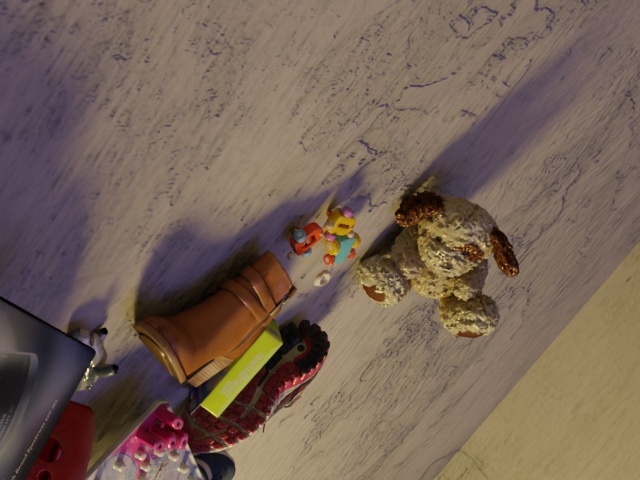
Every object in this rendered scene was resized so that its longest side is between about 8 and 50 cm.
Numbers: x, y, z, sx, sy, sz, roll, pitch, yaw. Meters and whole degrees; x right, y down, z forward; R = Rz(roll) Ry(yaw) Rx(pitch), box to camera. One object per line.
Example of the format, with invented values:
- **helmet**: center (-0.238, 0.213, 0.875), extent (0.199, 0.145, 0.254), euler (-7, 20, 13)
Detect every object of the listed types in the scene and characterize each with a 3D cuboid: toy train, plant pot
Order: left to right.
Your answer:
- **plant pot**: center (-0.384, 0.266, 1.464), extent (0.174, 0.191, 0.191), euler (22, 118, -18)
- **toy train**: center (0.000, 0.000, 1.876), extent (0.125, 0.046, 0.166), euler (-40, 152, -8)

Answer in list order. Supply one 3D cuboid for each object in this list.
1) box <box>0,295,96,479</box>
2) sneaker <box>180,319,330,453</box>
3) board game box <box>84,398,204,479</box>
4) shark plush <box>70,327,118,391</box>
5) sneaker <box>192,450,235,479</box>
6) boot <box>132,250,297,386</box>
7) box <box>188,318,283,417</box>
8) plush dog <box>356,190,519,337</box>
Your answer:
- **box**: center (-0.422, 0.174, 1.225), extent (0.296, 0.182, 0.294), euler (-63, 157, -10)
- **sneaker**: center (-0.103, 0.262, 2.030), extent (0.299, 0.121, 0.112), euler (-34, 158, -22)
- **board game box**: center (-0.299, 0.489, 1.808), extent (0.390, 0.050, 0.390), euler (-46, 143, -28)
- **shark plush**: center (-0.337, 0.169, 1.637), extent (0.067, 0.073, 0.161), euler (10, 145, -39)
- **sneaker**: center (-0.234, 0.445, 2.071), extent (0.131, 0.148, 0.350), euler (-53, 155, 16)
- **boot**: center (-0.138, 0.104, 1.736), extent (0.220, 0.109, 0.283), euler (-42, 158, -3)
- **box**: center (-0.135, 0.199, 1.909), extent (0.178, 0.042, 0.109), euler (-49, -164, 7)
- **plush dog**: center (0.221, 0.015, 2.079), extent (0.225, 0.262, 0.210), euler (118, -6, -51)
